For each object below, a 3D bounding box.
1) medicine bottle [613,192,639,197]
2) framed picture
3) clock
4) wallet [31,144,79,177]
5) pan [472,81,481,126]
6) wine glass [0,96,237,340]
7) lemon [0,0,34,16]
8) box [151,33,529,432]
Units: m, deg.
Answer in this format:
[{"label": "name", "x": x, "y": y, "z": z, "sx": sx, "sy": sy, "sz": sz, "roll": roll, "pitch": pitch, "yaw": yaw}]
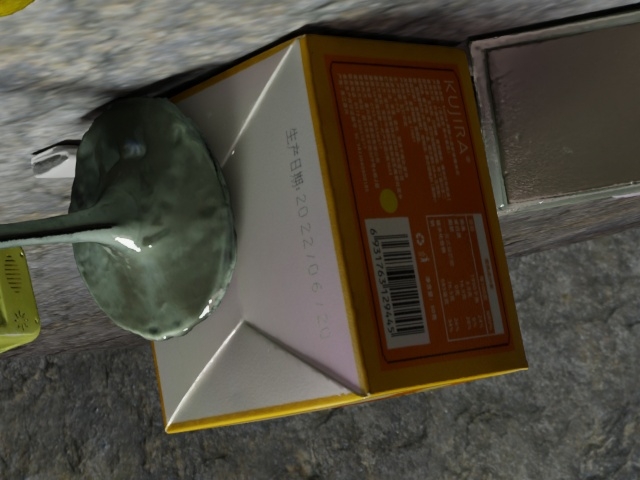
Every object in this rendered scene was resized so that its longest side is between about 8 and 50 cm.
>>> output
[{"label": "medicine bottle", "x": 0.362, "y": -0.114, "z": 1.387, "sx": 0.168, "sy": 0.135, "sz": 0.135, "roll": -11, "pitch": 173, "yaw": 0}, {"label": "framed picture", "x": 0.241, "y": -0.115, "z": 1.249, "sx": 0.197, "sy": 0.014, "sz": 0.252, "roll": -10, "pitch": 143, "yaw": 6}, {"label": "clock", "x": -0.440, "y": 0.069, "z": 1.666, "sx": 0.096, "sy": 0.143, "sz": 0.202, "roll": -22, "pitch": 168, "yaw": 27}, {"label": "wallet", "x": -0.212, "y": -0.075, "z": 1.327, "sx": 0.061, "sy": 0.025, "sz": 0.122, "roll": -14, "pitch": 171, "yaw": 42}, {"label": "pan", "x": 0.176, "y": -0.134, "z": 1.387, "sx": 0.235, "sy": 0.028, "sz": 0.136, "roll": -7, "pitch": 173, "yaw": -24}, {"label": "wine glass", "x": -0.272, "y": 0.004, "z": 1.005, "sx": 0.267, "sy": 0.267, "sz": 0.406, "roll": -16, "pitch": 174, "yaw": 40}, {"label": "lemon", "x": -0.157, "y": -0.141, "z": 0.567, "sx": 0.133, "sy": 0.109, "sz": 0.109, "roll": -1, "pitch": 173, "yaw": 0}, {"label": "box", "x": 0.000, "y": 0.000, "z": 1.177, "sx": 0.214, "sy": 0.283, "sz": 0.259, "roll": -2, "pitch": 170, "yaw": -42}]
